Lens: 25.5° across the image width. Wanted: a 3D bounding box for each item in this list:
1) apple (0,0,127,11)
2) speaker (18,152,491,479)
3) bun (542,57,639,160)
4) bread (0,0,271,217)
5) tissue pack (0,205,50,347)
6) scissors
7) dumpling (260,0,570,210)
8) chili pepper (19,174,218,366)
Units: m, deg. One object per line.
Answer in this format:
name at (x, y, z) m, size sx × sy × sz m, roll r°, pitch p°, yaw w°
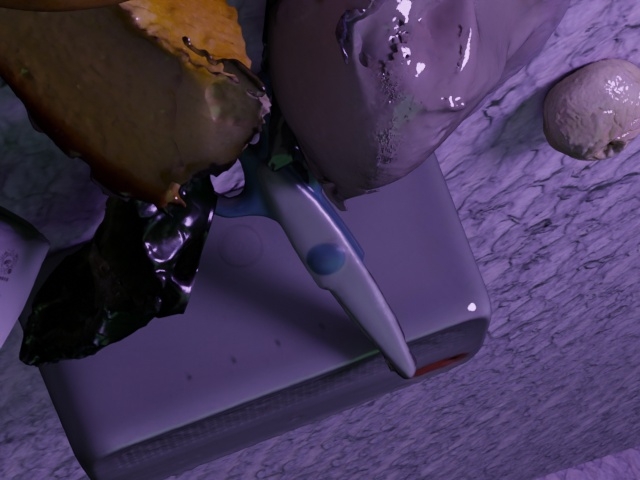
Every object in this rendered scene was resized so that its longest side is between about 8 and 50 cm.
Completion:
apple at (-0.121, -0.193, 0.646) m, size 0.182 × 0.182 × 0.155 m, roll -12°, pitch 144°, yaw -26°
speaker at (-0.055, 0.070, 1.281) m, size 0.406 × 0.184 × 0.183 m, roll -20°, pitch 157°, yaw -7°
bun at (0.260, -0.116, 1.317) m, size 0.115 × 0.069 × 0.115 m, roll -20°, pitch 156°, yaw -9°
bread at (-0.117, -0.106, 0.852) m, size 0.169 × 0.160 × 0.140 m, roll 4°, pitch 146°, yaw -47°
tissue pack at (-0.336, 0.018, 0.990) m, size 0.159 × 0.145 × 0.229 m, roll -61°, pitch 151°, yaw 5°
scissors at (0.000, 0.000, 1.136) m, size 0.138 × 0.289 × 0.041 m, roll -30°, pitch -160°, yaw 12°
dumpling at (0.053, -0.142, 0.986) m, size 0.204 × 0.163 × 0.293 m, roll -49°, pitch 165°, yaw -23°
chili pepper at (-0.137, -0.004, 1.067) m, size 0.116 × 0.148 × 0.264 m, roll 26°, pitch 140°, yaw -2°
